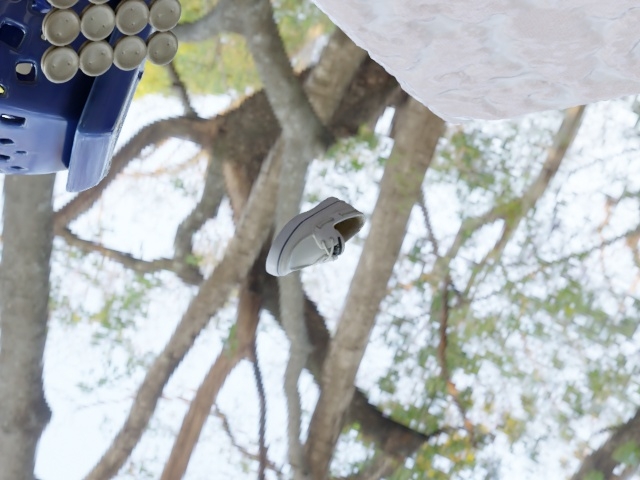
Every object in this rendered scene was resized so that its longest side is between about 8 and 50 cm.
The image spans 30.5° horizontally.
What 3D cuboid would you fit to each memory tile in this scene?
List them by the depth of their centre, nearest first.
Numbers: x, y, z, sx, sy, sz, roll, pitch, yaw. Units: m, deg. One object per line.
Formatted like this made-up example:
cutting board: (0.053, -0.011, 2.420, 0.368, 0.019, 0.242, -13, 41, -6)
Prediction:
memory tile: (-0.197, -0.212, 1.117, 0.148, 0.113, 0.012, -16, -141, -35)

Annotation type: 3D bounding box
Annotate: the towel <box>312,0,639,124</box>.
towel: (0.123, -0.142, 0.478, 0.317, 0.053, 0.332, -7, 159, 29)

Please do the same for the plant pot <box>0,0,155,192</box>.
plant pot: (-0.310, -0.195, 1.308, 0.212, 0.236, 0.235, 19, -111, -9)

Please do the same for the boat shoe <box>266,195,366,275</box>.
boat shoe: (0.000, 0.000, 0.819, 0.035, 0.035, 0.100, 23, -149, 22)
